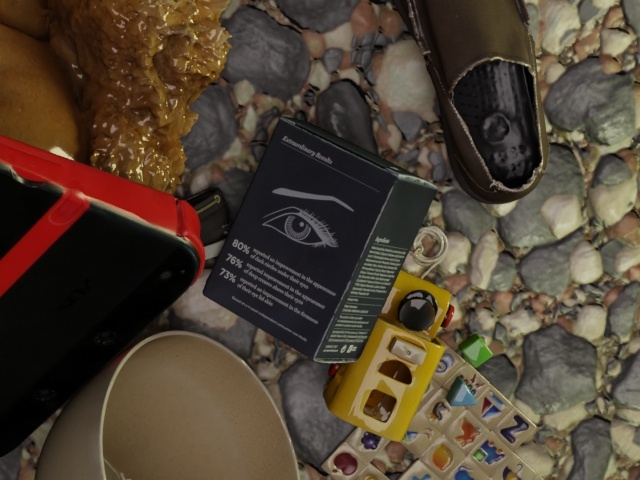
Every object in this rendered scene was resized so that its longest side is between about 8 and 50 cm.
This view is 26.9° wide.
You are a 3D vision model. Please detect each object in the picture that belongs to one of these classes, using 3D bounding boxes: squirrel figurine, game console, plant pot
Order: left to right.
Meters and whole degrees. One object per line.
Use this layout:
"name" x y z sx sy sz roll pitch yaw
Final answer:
"game console" -0.323 0.062 1.174 0.386 0.060 0.342 -42 139 23
"squirrel figurine" -0.285 -0.193 1.240 0.397 0.281 0.370 5 81 -11
"plant pot" -0.182 0.254 1.366 0.191 0.284 0.284 -23 107 34

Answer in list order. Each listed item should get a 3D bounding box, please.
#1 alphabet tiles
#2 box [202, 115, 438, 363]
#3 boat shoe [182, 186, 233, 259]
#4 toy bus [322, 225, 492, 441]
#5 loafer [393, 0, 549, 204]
"alphabet tiles" 0.152 0.258 1.521 0.237 0.009 0.198 42 93 -14
"box" 0.000 0.000 1.362 0.153 0.108 0.207 29 98 26
"boat shoe" -0.192 0.004 1.357 0.228 0.081 0.068 -18 101 -32
"toy bus" 0.083 0.113 1.427 0.191 0.104 0.202 -22 100 -2
"loafer" 0.167 -0.207 1.364 0.134 0.130 0.366 -22 103 -3
